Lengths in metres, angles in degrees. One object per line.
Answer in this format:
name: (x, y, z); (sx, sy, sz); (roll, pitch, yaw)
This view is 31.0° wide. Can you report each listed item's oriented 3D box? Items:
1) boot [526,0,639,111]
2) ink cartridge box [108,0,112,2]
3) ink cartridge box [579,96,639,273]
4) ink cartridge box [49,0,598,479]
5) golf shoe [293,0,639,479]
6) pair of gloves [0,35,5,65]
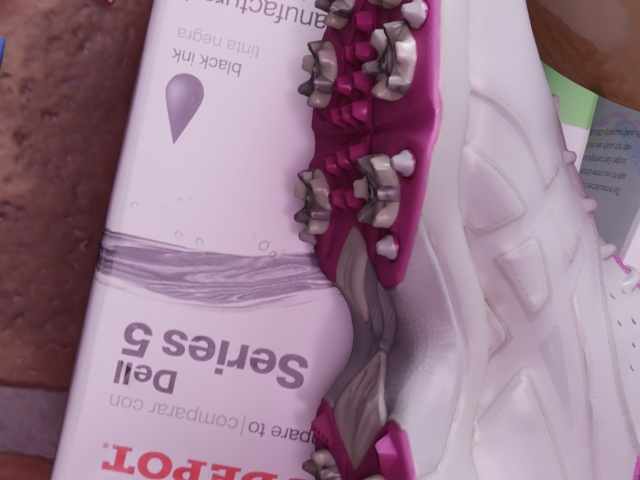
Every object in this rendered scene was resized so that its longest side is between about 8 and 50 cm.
boot: (0.128, -0.195, 0.473); (0.211, 0.104, 0.295); (-26, 60, -17)
ink cartridge box: (-0.134, -0.170, 0.546); (0.115, 0.029, 0.063); (32, 90, -9)
ink cartridge box: (0.196, -0.030, 0.556); (0.127, 0.128, 0.176); (24, 93, -10)
ink cartridge box: (0.000, 0.000, 0.539); (0.198, 0.115, 0.272); (12, 94, -9)
golf shoe: (0.067, 0.012, 0.446); (0.140, 0.115, 0.306); (-5, 103, -19)
pair of gloves: (-0.257, -0.080, 0.543); (0.198, 0.023, 0.159); (14, 94, -10)
